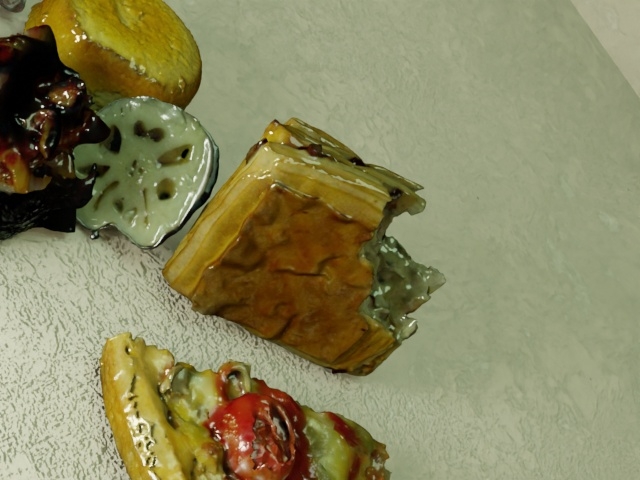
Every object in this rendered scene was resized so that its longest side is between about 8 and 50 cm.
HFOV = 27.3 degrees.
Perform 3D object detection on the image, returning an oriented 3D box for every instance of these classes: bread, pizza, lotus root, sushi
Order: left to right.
[{"bbox_3d":[-0.366,-0.135,1.534,0.227,0.212,0.215,-8,65,-49],"label":"sushi"},{"bbox_3d":[-0.282,-0.250,1.796,0.268,0.146,0.268,32,35,-26],"label":"bread"},{"bbox_3d":[-0.236,-0.087,1.710,0.183,0.203,0.078,50,-7,-3],"label":"lotus root"},{"bbox_3d":[-0.047,0.272,1.597,0.406,0.130,0.440,-13,69,-50],"label":"pizza"},{"bbox_3d":[0.000,0.000,1.756,0.370,0.314,0.191,23,34,-27],"label":"bread"}]

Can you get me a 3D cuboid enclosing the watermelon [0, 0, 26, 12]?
[{"bbox_3d":[-0.453,-0.365,1.781,0.139,0.071,0.187,59,27,0],"label":"watermelon"}]
